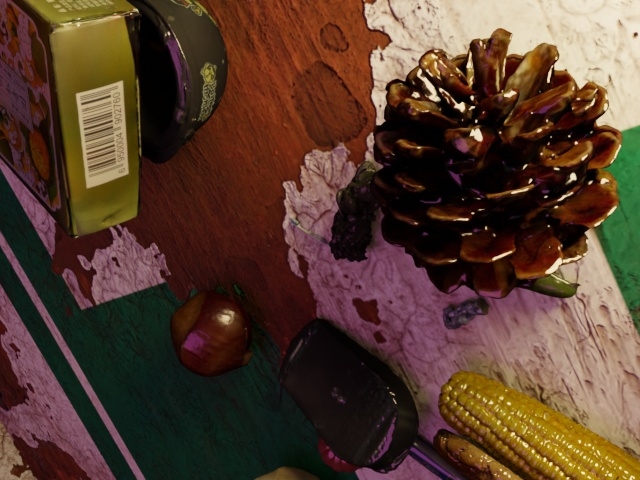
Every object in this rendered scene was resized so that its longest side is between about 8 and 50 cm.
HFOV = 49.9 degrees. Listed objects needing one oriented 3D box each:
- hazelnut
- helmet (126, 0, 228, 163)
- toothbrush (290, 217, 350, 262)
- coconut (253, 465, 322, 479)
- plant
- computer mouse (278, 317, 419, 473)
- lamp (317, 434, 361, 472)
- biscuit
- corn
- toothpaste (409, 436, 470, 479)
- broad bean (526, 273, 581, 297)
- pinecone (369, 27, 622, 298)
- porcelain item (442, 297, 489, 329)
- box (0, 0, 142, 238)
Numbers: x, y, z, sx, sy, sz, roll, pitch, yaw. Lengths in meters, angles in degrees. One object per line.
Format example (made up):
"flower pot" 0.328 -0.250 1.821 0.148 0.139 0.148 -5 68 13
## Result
"hazelnut" -0.216 0.182 1.366 0.202 0.161 0.170 169 83 -81
"helmet" -0.238 -0.274 1.093 0.230 0.160 0.278 33 138 24
"toothbrush" 0.000 0.000 1.165 0.131 0.011 0.013 35 153 18
"coconut" -0.067 0.602 1.416 0.241 0.241 0.241 20 126 30
"plant" 0.053 -0.038 1.058 0.085 0.087 0.174 49 137 41
"computer mouse" 0.054 0.272 1.220 0.295 0.087 0.168 43 112 30
"lamp" 0.048 0.379 1.286 0.107 0.107 0.092 33 170 20
"biscuit" 0.265 0.368 1.065 0.226 0.042 0.226 36 168 9
"corn" 0.337 0.307 0.995 0.363 0.120 0.120 31 131 20
"toothpaste" 0.215 0.400 1.211 0.197 0.035 0.057 35 148 17
"broad bean" 0.219 0.013 0.972 0.298 0.043 0.060 24 139 28
"pinecone" 0.187 -0.091 0.795 0.298 0.242 0.295 17 127 39
"porcelain item" 0.216 0.112 1.043 0.083 0.028 0.036 -30 77 47
"box" -0.448 -0.269 1.092 0.420 0.138 0.373 41 139 27
